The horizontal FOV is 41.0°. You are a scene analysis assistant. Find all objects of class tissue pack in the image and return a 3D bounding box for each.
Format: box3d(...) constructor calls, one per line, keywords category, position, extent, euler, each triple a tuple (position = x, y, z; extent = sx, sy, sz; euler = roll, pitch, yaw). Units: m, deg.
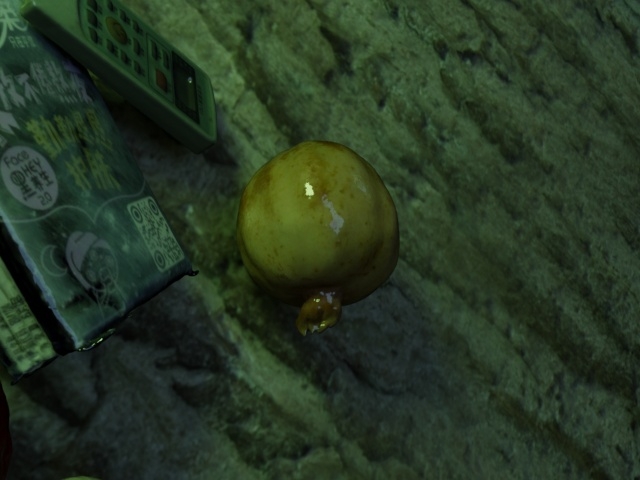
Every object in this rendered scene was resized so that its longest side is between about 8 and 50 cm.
box3d(category="tissue pack", position=(-0.282, -0.074, 0.827), extent=(0.361, 0.122, 0.259), euler=(60, 21, -6))

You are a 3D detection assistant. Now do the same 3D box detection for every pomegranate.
box3d(category="pomegranate", position=(0.000, -0.015, 1.025), extent=(0.207, 0.207, 0.207), euler=(11, 72, -34))

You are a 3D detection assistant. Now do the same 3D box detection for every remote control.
box3d(category="remote control", position=(-0.213, -0.210, 0.934), extent=(0.285, 0.038, 0.123), euler=(41, 30, -47))

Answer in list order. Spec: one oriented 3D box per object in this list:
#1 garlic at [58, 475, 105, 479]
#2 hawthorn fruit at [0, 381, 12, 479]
box3d(category="garlic", position=(-0.240, 0.317, 0.758), extent=(0.152, 0.228, 0.227), euler=(8, 71, -5))
box3d(category="hawthorn fruit", position=(-0.362, 0.155, 0.676), extent=(0.210, 0.266, 0.230), euler=(14, 67, -8))
